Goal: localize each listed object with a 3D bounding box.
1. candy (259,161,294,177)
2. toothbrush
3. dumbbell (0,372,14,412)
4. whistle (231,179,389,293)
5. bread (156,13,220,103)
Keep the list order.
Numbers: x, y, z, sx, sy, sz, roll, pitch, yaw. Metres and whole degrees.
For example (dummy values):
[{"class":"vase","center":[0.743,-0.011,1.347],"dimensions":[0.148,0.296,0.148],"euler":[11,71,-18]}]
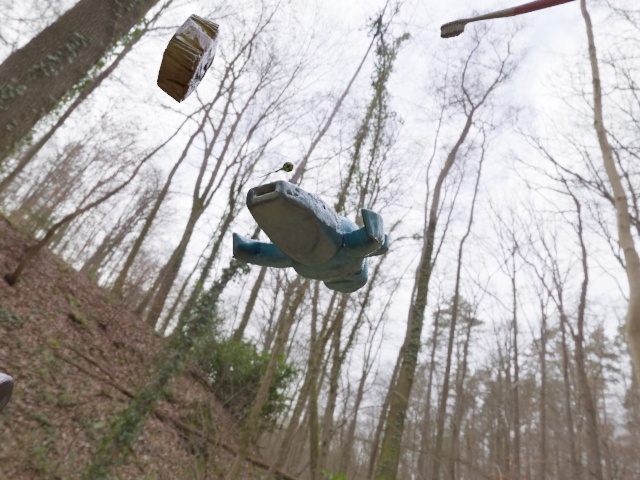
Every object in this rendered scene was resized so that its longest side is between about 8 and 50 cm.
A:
[{"class":"candy","center":[-0.099,-0.155,0.932],"dimensions":[0.083,0.023,0.025],"euler":[-24,-70,-5]},{"class":"toothbrush","center":[0.323,-0.359,0.636],"dimensions":[0.286,0.025,0.020],"euler":[2,-12,37]},{"class":"dumbbell","center":[-0.758,0.294,0.821],"dimensions":[0.225,0.124,0.141],"euler":[28,-66,-5]},{"class":"whistle","center":[0.000,0.000,0.521],"dimensions":[0.186,0.093,0.274],"euler":[-9,-23,22]},{"class":"bread","center":[-0.381,-0.531,1.205],"dimensions":[0.109,0.210,0.192],"euler":[27,-39,-17]}]
